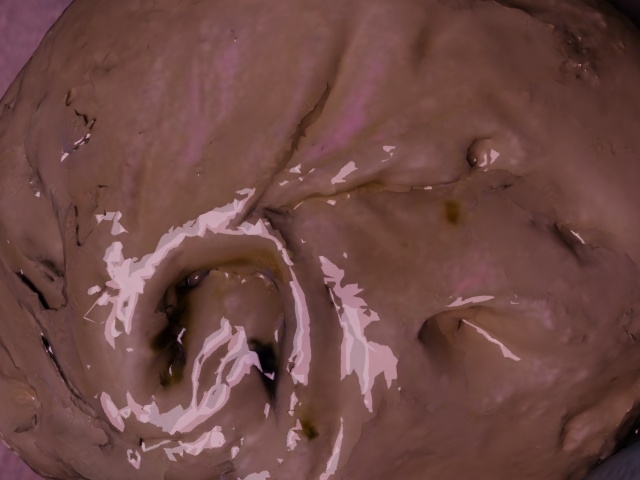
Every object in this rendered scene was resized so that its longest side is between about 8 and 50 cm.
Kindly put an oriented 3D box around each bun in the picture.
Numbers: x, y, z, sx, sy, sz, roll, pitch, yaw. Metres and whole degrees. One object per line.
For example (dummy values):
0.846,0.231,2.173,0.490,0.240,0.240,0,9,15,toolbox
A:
0.000,0.000,0.908,0.362,0.234,0.326,-3,101,20,bun

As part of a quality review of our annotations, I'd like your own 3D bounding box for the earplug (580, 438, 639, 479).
0.143,0.191,0.874,0.185,0.185,0.324,35,138,11,earplug
